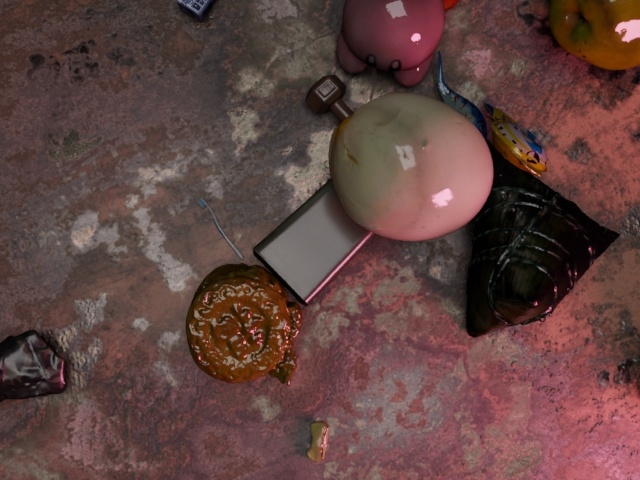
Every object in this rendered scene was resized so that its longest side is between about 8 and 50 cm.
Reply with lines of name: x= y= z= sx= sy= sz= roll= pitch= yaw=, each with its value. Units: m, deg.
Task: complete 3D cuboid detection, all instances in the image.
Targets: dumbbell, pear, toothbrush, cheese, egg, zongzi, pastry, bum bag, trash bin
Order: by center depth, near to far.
egg: x=0.187 y=-0.139 z=1.544 sx=0.345 sy=0.283 sz=0.283 roll=5 pitch=84 yaw=-33
bum bag: x=-0.696 y=0.281 z=1.634 sx=0.340 sy=0.095 sz=0.144 roll=-13 pitch=100 yaw=-2
zongzi: x=0.395 y=-0.022 z=1.640 sx=0.362 sy=0.319 sz=0.383 roll=45 pitch=66 yaw=3
pastry: x=-0.160 y=0.167 z=1.647 sx=0.235 sy=0.132 sz=0.240 roll=5 pitch=98 yaw=-8
cheese: x=0.400 y=-0.216 z=1.655 sx=0.156 sy=0.250 sz=0.064 roll=27 pitch=117 yaw=-28
pear: x=0.632 y=-0.506 z=1.668 sx=0.294 sy=0.294 sz=0.294 roll=0 pitch=85 yaw=-2
trash bin: x=0.000 y=0.000 z=1.672 sx=0.240 sy=0.122 sz=0.164 roll=-43 pitch=88 yaw=-7
cheese: x=-0.007 y=0.424 z=1.676 sx=0.044 sy=0.030 sz=0.083 roll=10 pitch=89 yaw=20
dumbbell: x=0.067 y=-0.254 z=1.713 sx=0.092 sy=0.082 sz=0.231 roll=-41 pitch=87 yaw=-6
toothbrush: x=-0.213 y=-0.026 z=1.718 sx=0.017 sy=0.014 sz=0.162 roll=-37 pitch=87 yaw=-19

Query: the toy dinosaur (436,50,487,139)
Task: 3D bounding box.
toy dinosaur: x=0.308 y=-0.245 z=1.726 sx=0.144 sy=0.076 sz=0.329 roll=-39 pitch=90 yaw=-13

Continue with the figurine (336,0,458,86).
figurine: x=0.156 y=-0.483 z=1.672 sx=0.269 sy=0.211 sz=0.261 roll=15 pitch=84 yaw=0

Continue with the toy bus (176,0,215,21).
toy bus: x=-0.245 y=-0.568 z=1.737 sx=0.076 sy=0.073 sz=0.167 roll=33 pitch=88 yaw=-2
